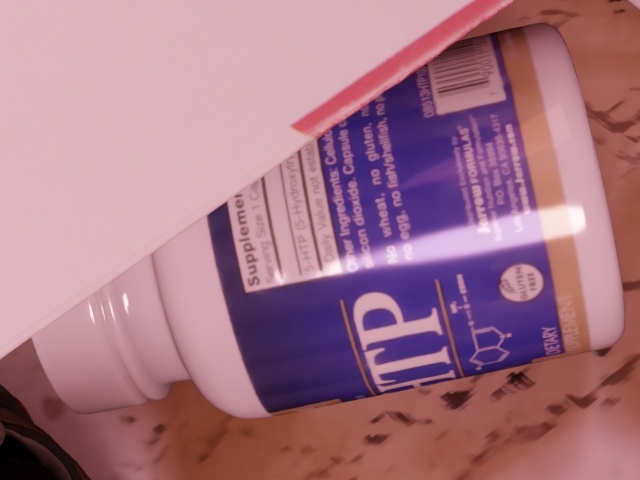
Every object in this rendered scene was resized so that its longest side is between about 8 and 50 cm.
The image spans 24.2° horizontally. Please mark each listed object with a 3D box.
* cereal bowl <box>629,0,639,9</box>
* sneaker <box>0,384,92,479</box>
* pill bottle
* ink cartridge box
[{"bbox_3d":[0.178,-0.232,0.508,0.141,0.339,0.339,-31,48,-21],"label":"cereal bowl"},{"bbox_3d":[-0.126,0.067,0.517,0.158,0.065,0.061,25,61,33],"label":"sneaker"},{"bbox_3d":[0.000,0.000,0.505,0.186,0.112,0.112,-12,48,7],"label":"pill bottle"},{"bbox_3d":[-0.113,-0.129,0.533,0.279,0.160,0.384,-37,26,-16],"label":"ink cartridge box"}]
